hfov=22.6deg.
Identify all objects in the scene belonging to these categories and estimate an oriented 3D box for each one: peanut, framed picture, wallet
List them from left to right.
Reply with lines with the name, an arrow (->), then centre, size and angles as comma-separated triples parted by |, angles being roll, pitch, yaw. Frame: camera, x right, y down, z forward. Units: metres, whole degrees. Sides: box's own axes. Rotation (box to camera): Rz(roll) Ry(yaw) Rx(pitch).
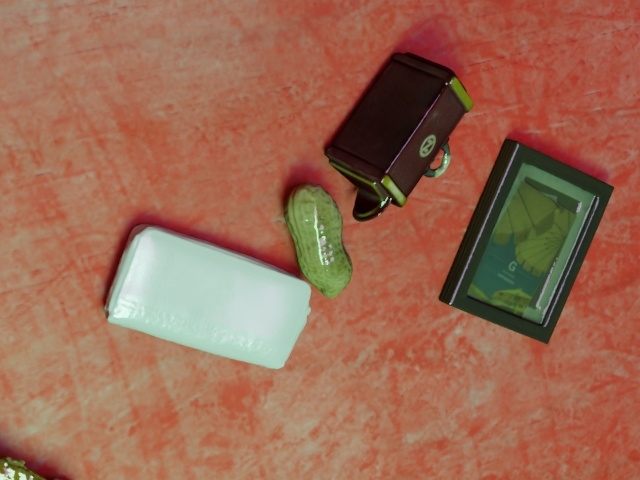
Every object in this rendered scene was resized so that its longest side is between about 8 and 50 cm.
wallet -> -0.095, 0.051, 1.412 | 0.190, 0.033, 0.095 | 17, 95, -27
peanut -> 0.000, 0.000, 1.437 | 0.054, 0.054, 0.113 | -24, 114, -19
framed picture -> 0.200, 0.002, 1.548 | 0.128, 0.023, 0.168 | 22, 92, -28

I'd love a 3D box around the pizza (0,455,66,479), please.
pizza -> -0.306, 0.235, 1.342 | 0.182, 0.062, 0.161 | -45, 123, -5

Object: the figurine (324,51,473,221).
figurine -> 0.075, -0.081, 1.448 | 0.154, 0.082, 0.098 | -57, 137, -4
